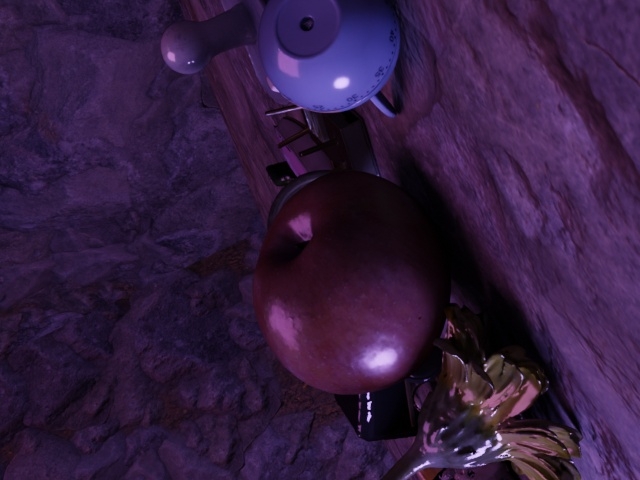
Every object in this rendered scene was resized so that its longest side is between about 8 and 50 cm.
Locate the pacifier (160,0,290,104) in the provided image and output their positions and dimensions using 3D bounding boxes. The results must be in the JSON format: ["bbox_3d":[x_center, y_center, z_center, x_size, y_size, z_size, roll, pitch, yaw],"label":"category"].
[{"bbox_3d":[-0.151,-0.348,1.290,0.299,0.233,0.244,62,170,5],"label":"pacifier"}]

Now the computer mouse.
[{"bbox_3d":[-0.004,-0.138,1.606,0.310,0.072,0.158,55,170,44],"label":"computer mouse"}]

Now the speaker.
[{"bbox_3d":[0.134,0.228,1.603,0.180,0.184,0.388,-131,36,-61],"label":"speaker"}]

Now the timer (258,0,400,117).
[{"bbox_3d":[0.008,-0.212,0.923,0.175,0.175,0.255,63,174,10],"label":"timer"}]

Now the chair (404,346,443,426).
[{"bbox_3d":[0.208,0.273,1.493,0.095,0.104,0.221,20,147,42],"label":"chair"}]

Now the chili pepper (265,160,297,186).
[{"bbox_3d":[-0.011,-0.071,1.825,0.148,0.116,0.264,19,137,64],"label":"chili pepper"}]

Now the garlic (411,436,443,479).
[{"bbox_3d":[0.256,0.473,1.729,0.128,0.115,0.207,77,170,-86],"label":"garlic"}]

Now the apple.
[{"bbox_3d":[0.039,0.056,1.101,0.235,0.306,0.306,37,-171,-34],"label":"apple"}]

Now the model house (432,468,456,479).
[{"bbox_3d":[0.298,0.585,1.445,0.291,0.253,0.184,40,174,31],"label":"model house"}]

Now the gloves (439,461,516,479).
[{"bbox_3d":[0.278,0.391,1.354,0.144,0.110,0.094,36,170,-12],"label":"gloves"}]

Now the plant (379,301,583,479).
[{"bbox_3d":[0.194,0.228,1.050,0.306,0.297,0.261,50,-152,-17],"label":"plant"}]

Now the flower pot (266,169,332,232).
[{"bbox_3d":[0.000,0.000,1.426,0.212,0.212,0.202,63,166,8],"label":"flower pot"}]

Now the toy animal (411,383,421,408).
[{"bbox_3d":[0.196,0.377,1.948,0.114,0.091,0.082,64,159,12],"label":"toy animal"}]

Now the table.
[{"bbox_3d":[-0.007,-0.176,1.341,0.240,0.111,0.121,54,167,55],"label":"table"}]
